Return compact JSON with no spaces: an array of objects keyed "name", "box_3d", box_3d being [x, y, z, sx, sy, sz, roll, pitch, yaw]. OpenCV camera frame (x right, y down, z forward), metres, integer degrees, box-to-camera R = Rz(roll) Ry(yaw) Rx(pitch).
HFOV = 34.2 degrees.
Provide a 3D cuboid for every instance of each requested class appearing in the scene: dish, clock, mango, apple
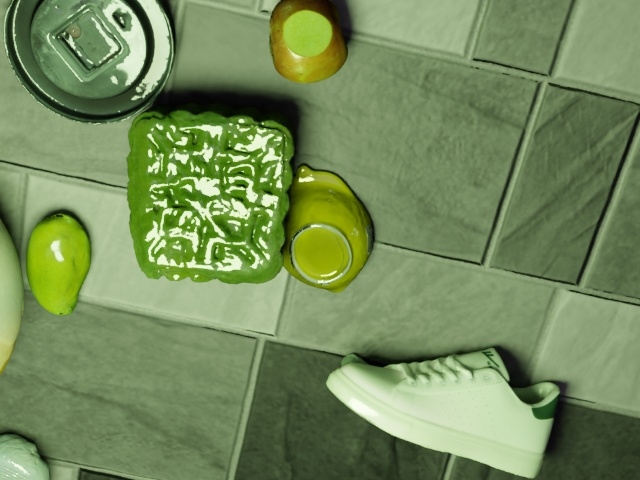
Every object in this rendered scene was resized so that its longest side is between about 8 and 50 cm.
[{"name":"dish","box_3d":[0.000,0.000,1.478,0.148,0.080,0.208,-15,115,9]},{"name":"clock","box_3d":[-0.304,-0.266,1.384,0.226,0.049,0.226,0,115,1]},{"name":"mango","box_3d":[-0.381,0.041,1.515,0.091,0.074,0.165,4,115,-2]},{"name":"apple","box_3d":[-0.016,-0.261,1.347,0.102,0.099,0.114,-6,89,-4]}]

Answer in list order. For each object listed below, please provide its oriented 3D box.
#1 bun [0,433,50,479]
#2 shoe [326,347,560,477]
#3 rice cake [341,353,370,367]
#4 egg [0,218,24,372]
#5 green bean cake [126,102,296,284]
[{"name":"bun","box_3d":[-0.495,0.369,1.672,0.140,0.083,0.141,5,122,8]},{"name":"shoe","box_3d":[0.195,0.223,1.539,0.363,0.132,0.160,22,94,-16]},{"name":"rice cake","box_3d":[0.114,0.245,1.612,0.207,0.033,0.033,40,121,-16]},{"name":"egg","box_3d":[-0.551,0.075,1.430,0.283,0.283,0.345,13,103,-4]},{"name":"green bean cake","box_3d":[-0.148,-0.059,1.417,0.222,0.125,0.248,4,105,0]}]
